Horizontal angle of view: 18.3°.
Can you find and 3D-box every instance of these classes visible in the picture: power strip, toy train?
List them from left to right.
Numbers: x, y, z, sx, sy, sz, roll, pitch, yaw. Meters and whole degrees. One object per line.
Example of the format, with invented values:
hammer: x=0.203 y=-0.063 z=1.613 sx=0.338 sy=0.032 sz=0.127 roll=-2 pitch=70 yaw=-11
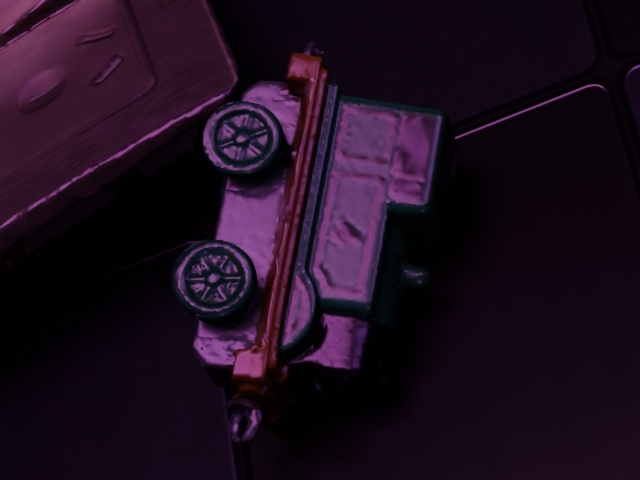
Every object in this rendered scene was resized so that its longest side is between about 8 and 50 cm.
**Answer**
power strip: x=-0.164 y=-0.073 z=1.197 sx=0.257 sy=0.092 sz=0.251 roll=-33 pitch=43 yaw=8
toy train: x=0.000 y=0.000 z=1.061 sx=0.136 sy=0.091 sz=0.228 roll=5 pitch=70 yaw=8
